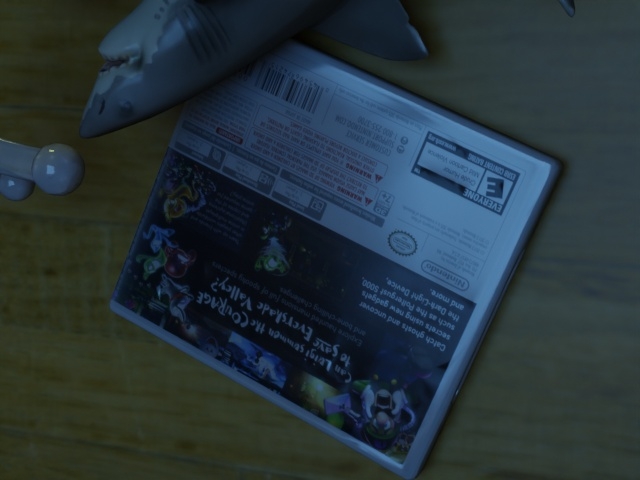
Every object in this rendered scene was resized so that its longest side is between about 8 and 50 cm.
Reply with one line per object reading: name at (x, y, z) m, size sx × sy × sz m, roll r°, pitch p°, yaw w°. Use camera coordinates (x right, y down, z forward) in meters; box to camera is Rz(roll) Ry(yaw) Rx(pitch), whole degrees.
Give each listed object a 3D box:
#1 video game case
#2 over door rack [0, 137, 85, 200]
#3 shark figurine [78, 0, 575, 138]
video game case at (0.000, 0.000, 0.592) m, size 0.190 × 0.022 × 0.173 m, roll 27°, pitch 104°, yaw 17°
over door rack at (-0.114, -0.149, 0.450) m, size 0.108 × 0.324 × 0.240 m, roll 15°, pitch 82°, yaw -4°
shark figurine at (0.015, -0.117, 0.506) m, size 0.116 × 0.166 × 0.278 m, roll 43°, pitch 150°, yaw -19°
